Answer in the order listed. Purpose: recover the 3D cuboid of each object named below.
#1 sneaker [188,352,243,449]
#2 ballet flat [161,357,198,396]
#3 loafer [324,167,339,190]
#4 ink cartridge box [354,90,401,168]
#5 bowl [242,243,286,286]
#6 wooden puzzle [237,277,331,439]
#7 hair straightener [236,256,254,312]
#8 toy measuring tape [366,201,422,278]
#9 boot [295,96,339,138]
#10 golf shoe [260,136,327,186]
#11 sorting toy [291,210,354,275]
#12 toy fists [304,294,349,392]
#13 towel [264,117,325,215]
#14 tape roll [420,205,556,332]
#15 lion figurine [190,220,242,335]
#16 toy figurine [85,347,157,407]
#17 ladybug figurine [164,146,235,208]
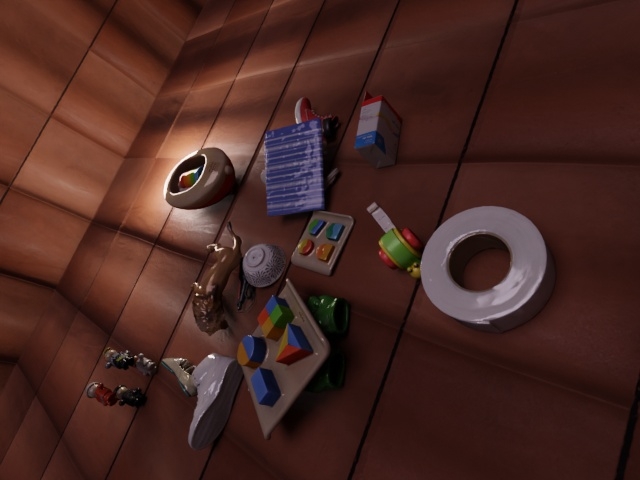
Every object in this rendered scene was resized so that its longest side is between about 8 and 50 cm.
[{"bbox_3d":[-0.375,0.521,1.382,0.169,0.108,0.292,2,59,43],"label":"sneaker"},{"bbox_3d":[-0.500,0.484,1.531,0.249,0.086,0.086,24,84,44],"label":"ballet flat"},{"bbox_3d":[0.024,-0.205,1.487,0.125,0.039,0.045,-42,13,11],"label":"loafer"},{"bbox_3d":[0.194,-0.370,1.356,0.078,0.134,0.230,-6,64,39],"label":"ink cartridge box"},{"bbox_3d":[-0.216,0.073,1.474,0.170,0.080,0.170,-11,60,20],"label":"bowl"},{"bbox_3d":[-0.136,0.320,1.186,0.347,0.081,0.322,-59,34,14],"label":"wooden puzzle"},{"bbox_3d":[-0.269,0.155,1.521,0.089,0.047,0.230,-18,51,32],"label":"hair straightener"},{"bbox_3d":[0.195,-0.019,1.177,0.121,0.121,0.330,-42,46,15],"label":"toy measuring tape"},{"bbox_3d":[-0.007,-0.484,1.633,0.176,0.088,0.244,-20,62,30],"label":"boot"},{"bbox_3d":[-0.086,-0.270,1.579,0.306,0.115,0.140,-35,64,24],"label":"golf shoe"},{"bbox_3d":[0.000,0.000,1.387,0.193,0.038,0.208,14,77,44],"label":"sorting toy"},{"bbox_3d":[-0.007,0.289,1.192,0.142,0.096,0.278,-15,59,39],"label":"toy fists"},{"bbox_3d":[-0.094,-0.260,1.504,0.244,0.040,0.335,-6,82,28],"label":"towel"},{"bbox_3d":[0.385,0.066,0.975,0.286,0.100,0.286,-20,55,31],"label":"tape roll"},{"bbox_3d":[-0.373,0.133,1.529,0.240,0.142,0.391,29,103,63],"label":"lion figurine"},{"bbox_3d":[-0.777,0.539,1.632,0.148,0.213,0.209,8,73,29],"label":"toy figurine"},{"bbox_3d":[-0.542,-0.269,1.914,0.450,0.162,0.304,-3,65,40],"label":"ladybug figurine"}]
